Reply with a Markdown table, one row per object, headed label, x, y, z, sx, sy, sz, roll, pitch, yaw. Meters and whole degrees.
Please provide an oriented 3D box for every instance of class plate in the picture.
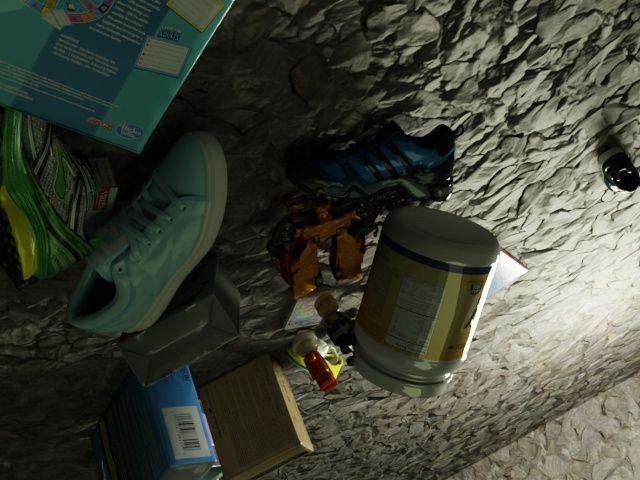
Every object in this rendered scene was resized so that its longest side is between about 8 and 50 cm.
| label | x | y | z | sx | sy | sz | roll | pitch | yaw |
| --- | --- | --- | --- | --- | --- | --- | --- | --- | --- |
| plate | -0.323 | 0.580 | 2.197 | 0.188 | 0.024 | 0.188 | -24 | 159 | -10 |

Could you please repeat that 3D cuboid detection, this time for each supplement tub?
| label | x | y | z | sx | sy | sz | roll | pitch | yaw |
| --- | --- | --- | --- | --- | --- | --- | --- | --- | --- |
| supplement tub | 0.193 | 0.115 | 1.721 | 0.228 | 0.228 | 0.316 | 1 | 114 | -35 |

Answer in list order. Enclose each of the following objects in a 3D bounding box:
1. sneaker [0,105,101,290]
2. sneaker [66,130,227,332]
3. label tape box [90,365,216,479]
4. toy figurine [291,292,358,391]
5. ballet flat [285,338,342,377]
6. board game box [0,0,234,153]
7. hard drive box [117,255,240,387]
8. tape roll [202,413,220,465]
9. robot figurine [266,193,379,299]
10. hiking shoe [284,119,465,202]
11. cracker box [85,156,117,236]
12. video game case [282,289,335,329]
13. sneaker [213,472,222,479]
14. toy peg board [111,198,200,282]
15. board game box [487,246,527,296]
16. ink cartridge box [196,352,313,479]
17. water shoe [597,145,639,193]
| label | x | y | z | sx | sy | sz | roll | pitch | yaw |
| --- | --- | --- | --- | --- | --- | --- | --- | --- | --- |
| sneaker | -0.368 | -0.108 | 1.164 | 0.146 | 0.134 | 0.343 | -25 | 135 | -32 |
| sneaker | -0.261 | 0.002 | 1.323 | 0.150 | 0.135 | 0.366 | -5 | 130 | -53 |
| label tape box | -0.365 | 0.441 | 1.922 | 0.115 | 0.249 | 0.348 | 0 | 142 | -34 |
| toy figurine | 0.062 | 0.203 | 1.947 | 0.213 | 0.148 | 0.209 | -10 | 141 | -32 |
| ballet flat | -0.007 | 0.268 | 2.089 | 0.077 | 0.077 | 0.231 | -48 | 150 | 0 |
| board game box | -0.225 | -0.282 | 0.983 | 0.254 | 0.079 | 0.336 | 18 | 113 | -48 |
| hard drive box | -0.236 | 0.133 | 1.553 | 0.181 | 0.089 | 0.232 | -29 | -166 | 2 |
| tape roll | -0.371 | 0.528 | 2.214 | 0.274 | 0.090 | 0.275 | -18 | 150 | -11 |
| robot figurine | 0.000 | 0.000 | 1.652 | 0.211 | 0.085 | 0.291 | -18 | 150 | -10 |
| hiking shoe | 0.085 | -0.140 | 1.506 | 0.304 | 0.113 | 0.132 | -2 | 113 | -22 |
| cracker box | -0.424 | -0.043 | 1.311 | 0.232 | 0.067 | 0.156 | -5 | 144 | -28 |
| video game case | -0.025 | 0.149 | 1.937 | 0.087 | 0.011 | 0.122 | -8 | 146 | -26 |
| sneaker | -0.287 | 0.612 | 2.397 | 0.235 | 0.094 | 0.153 | -33 | 150 | 16 |
| toy peg board | -0.263 | 0.008 | 1.490 | 0.160 | 0.079 | 0.161 | -6 | 145 | -28 |
| board game box | 0.356 | 0.063 | 2.050 | 0.145 | 0.027 | 0.281 | -37 | 147 | 18 |
| ink cartridge box | -0.148 | 0.401 | 2.024 | 0.193 | 0.235 | 0.088 | -28 | 148 | 9 |
| water shoe | 0.632 | -0.125 | 1.894 | 0.073 | 0.080 | 0.203 | -35 | 148 | 19 |
